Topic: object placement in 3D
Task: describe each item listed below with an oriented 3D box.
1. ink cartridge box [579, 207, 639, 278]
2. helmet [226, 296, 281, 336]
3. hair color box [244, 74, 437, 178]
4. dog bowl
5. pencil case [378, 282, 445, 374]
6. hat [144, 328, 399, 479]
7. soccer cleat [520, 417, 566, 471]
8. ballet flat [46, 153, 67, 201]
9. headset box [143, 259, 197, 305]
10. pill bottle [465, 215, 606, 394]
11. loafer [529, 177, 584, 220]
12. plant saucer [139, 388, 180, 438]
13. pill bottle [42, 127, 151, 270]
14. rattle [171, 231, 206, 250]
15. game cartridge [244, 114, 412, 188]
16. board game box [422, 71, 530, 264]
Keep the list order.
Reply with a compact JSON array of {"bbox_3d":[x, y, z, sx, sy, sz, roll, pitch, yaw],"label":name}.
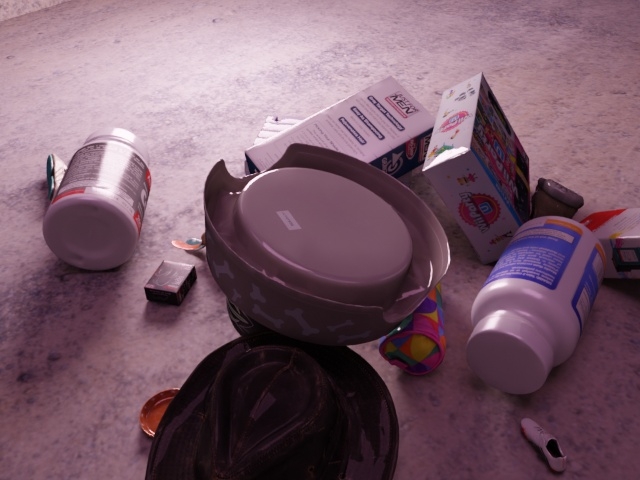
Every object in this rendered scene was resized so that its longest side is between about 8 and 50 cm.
[{"bbox_3d":[0.530,0.002,1.054,0.134,0.078,0.231,-28,12,-29],"label":"ink cartridge box"},{"bbox_3d":[-0.064,0.085,0.959,0.161,0.170,0.169,-7,36,-29],"label":"helmet"},{"bbox_3d":[0.046,-0.171,1.246,0.347,0.105,0.174,-30,59,-13],"label":"hair color box"},{"bbox_3d":[0.000,0.000,0.882,0.348,0.102,0.349,13,36,-10],"label":"dog bowl"},{"bbox_3d":[0.141,0.096,0.988,0.104,0.104,0.236,2,36,6],"label":"pencil case"},{"bbox_3d":[-0.062,0.224,0.736,0.331,0.134,0.331,-2,55,3],"label":"hat"},{"bbox_3d":[0.289,0.258,0.815,0.029,0.036,0.083,-13,39,-13],"label":"soccer cleat"},{"bbox_3d":[-0.559,-0.129,1.360,0.052,0.057,0.168,10,33,-31],"label":"ballet flat"},{"bbox_3d":[-0.258,0.075,1.085,0.062,0.032,0.083,8,38,13],"label":"headset box"},{"bbox_3d":[0.315,0.093,0.935,0.152,0.152,0.272,20,43,26],"label":"pill bottle"},{"bbox_3d":[0.407,-0.056,1.126,0.094,0.087,0.251,34,13,18],"label":"loafer"},{"bbox_3d":[-0.209,0.243,0.880,0.083,0.013,0.083,-2,38,1],"label":"plant saucer"},{"bbox_3d":[-0.409,-0.090,1.201,0.161,0.161,0.283,-4,38,-2],"label":"pill bottle"},{"bbox_3d":[-0.149,0.015,1.160,0.199,0.143,0.130,-31,11,-11],"label":"rattle"},{"bbox_3d":[0.028,-0.196,1.401,0.354,0.068,0.230,5,42,9],"label":"game cartridge"},{"bbox_3d":[0.299,-0.139,1.167,0.097,0.224,0.303,-22,28,32],"label":"board game box"}]
